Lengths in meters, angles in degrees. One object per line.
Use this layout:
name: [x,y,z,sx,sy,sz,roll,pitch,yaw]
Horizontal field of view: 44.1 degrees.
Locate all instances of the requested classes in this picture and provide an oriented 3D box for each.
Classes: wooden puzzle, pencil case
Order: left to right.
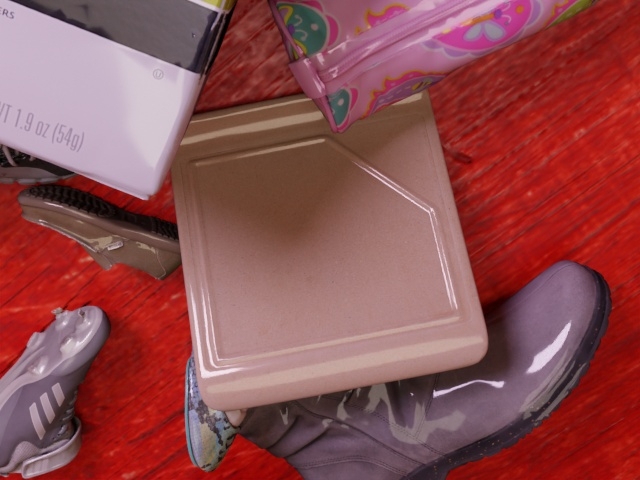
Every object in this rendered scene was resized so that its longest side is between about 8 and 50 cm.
wooden puzzle: [0.000,0.000,0.630,0.221,0.044,0.238,-11,77,1]
pencil case: [0.107,-0.187,0.562,0.284,0.124,0.124,-25,113,8]

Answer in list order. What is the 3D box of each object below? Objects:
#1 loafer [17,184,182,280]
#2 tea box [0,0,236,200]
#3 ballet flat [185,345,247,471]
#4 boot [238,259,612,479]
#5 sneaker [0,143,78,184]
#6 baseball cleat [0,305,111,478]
loafer: [-0.181,-0.004,0.658,0.148,0.056,0.050,20,105,-11]
tea box: [-0.186,-0.249,0.461,0.329,0.220,0.323,19,109,-11]
ballet flat: [-0.076,0.091,0.650,0.070,0.070,0.188,-4,73,-2]
boot: [0.068,0.100,0.692,0.223,0.118,0.338,40,101,-12]
sneaker: [-0.268,-0.064,0.585,0.229,0.132,0.086,-2,113,-2]
baseball cleat: [-0.241,0.141,0.721,0.206,0.072,0.109,-38,124,17]
